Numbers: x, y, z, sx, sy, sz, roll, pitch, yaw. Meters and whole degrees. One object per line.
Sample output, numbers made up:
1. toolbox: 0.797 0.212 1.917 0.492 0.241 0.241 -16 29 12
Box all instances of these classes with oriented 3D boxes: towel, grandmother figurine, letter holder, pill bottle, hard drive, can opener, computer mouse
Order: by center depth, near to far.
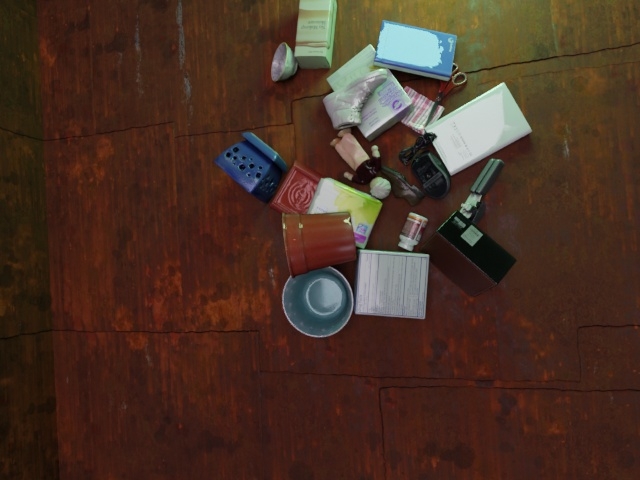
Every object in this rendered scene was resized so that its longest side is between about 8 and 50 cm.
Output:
1. letter holder: 0.590 0.062 1.647 0.302 0.214 0.152 43 67 11
2. can opener: 0.670 -0.204 1.665 0.093 0.074 0.280 24 98 -22
3. hard drive: 0.647 -0.457 1.668 0.353 0.047 0.232 -29 88 12
4. hard drive: 0.397 -0.797 1.680 0.319 0.040 0.210 12 75 0
5. computer mouse: 0.467 -0.303 1.695 0.189 0.072 0.272 -35 77 40
6. pill bottle: 0.391 -0.035 1.713 0.086 0.086 0.151 24 95 13
7. towel: 0.415 -0.563 1.743 0.197 0.029 0.144 36 98 12
8. grandmother figurine: 0.188 -0.328 1.743 0.342 0.104 0.208 56 142 10

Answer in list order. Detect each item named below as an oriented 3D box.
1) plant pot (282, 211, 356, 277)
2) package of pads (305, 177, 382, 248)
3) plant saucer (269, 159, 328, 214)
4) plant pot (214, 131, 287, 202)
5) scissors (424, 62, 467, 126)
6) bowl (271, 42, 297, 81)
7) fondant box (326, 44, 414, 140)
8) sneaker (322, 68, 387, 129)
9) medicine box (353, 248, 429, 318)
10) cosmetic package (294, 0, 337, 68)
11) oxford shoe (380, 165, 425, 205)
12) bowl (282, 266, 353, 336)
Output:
1. plant pot: 0.000 0.000 1.612 0.265 0.272 0.272 -9 87 1
2. package of pads: 0.099 -0.126 1.754 0.297 0.101 0.229 22 97 1
3. plant saucer: -0.082 -0.207 1.852 0.259 0.048 0.258 32 97 13
4. plant pot: -0.295 -0.335 1.817 0.236 0.236 0.212 39 91 11
5. scissors: 0.505 -0.623 1.710 0.109 0.021 0.297 41 92 6
6. bowl: -0.157 -0.807 1.845 0.080 0.170 0.169 8 92 -30
7. fondant box: 0.216 -0.636 1.743 0.238 0.096 0.330 -34 80 16
8. sneaker: 0.164 -0.568 1.661 0.293 0.108 0.169 -22 84 28
9. medicine box: 0.289 0.176 1.678 0.290 0.149 0.263 4 90 2
10. cosmetic package: -0.021 -0.945 1.802 0.153 0.129 0.295 4 91 13
11. oxford shoe: 0.336 -0.235 1.734 0.227 0.083 0.096 44 109 14
12. bowl: 0.004 0.252 1.766 0.312 0.163 0.311 0 90 14
